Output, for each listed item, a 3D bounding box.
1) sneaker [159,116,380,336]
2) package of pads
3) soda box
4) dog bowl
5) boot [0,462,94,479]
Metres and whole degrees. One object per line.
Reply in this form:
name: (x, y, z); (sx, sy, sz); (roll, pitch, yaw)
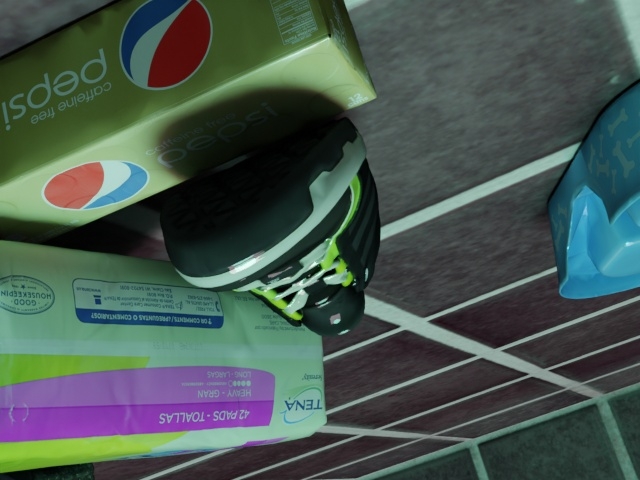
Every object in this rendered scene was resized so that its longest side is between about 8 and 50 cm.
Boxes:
sneaker: (0.000, 0.000, 0.450); (0.084, 0.097, 0.234); (-23, -173, 12)
package of pads: (-0.181, 0.077, 0.533); (0.297, 0.101, 0.229); (-13, 166, 39)
soda box: (-0.073, -0.059, 0.406); (0.181, 0.058, 0.061); (-21, 160, 15)
dog bowl: (0.255, -0.042, 0.694); (0.166, 0.074, 0.297); (-15, 160, -6)
boot: (-0.265, 0.224, 0.786); (0.348, 0.131, 0.260); (13, 172, 32)
